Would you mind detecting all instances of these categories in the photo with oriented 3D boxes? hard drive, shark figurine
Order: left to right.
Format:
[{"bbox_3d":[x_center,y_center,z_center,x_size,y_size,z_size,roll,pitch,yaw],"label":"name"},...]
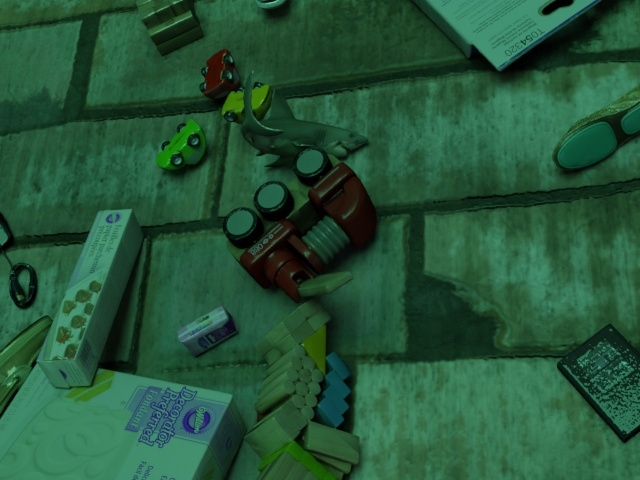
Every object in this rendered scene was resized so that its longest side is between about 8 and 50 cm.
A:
[{"bbox_3d":[-0.069,-0.187,1.570,0.166,0.278,0.116,-11,79,33],"label":"shark figurine"},{"bbox_3d":[0.394,0.188,1.340,0.094,0.022,0.135,-36,58,-4],"label":"hard drive"}]

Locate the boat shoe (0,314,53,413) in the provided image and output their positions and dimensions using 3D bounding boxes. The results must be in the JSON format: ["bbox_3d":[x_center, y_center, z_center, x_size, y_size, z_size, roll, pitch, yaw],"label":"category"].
[{"bbox_3d":[-0.498,0.241,1.564,0.089,0.104,0.285,41,83,-7],"label":"boat shoe"}]

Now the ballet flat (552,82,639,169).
[{"bbox_3d":[0.431,-0.173,1.510,0.206,0.073,0.067,-27,30,-1],"label":"ballet flat"}]

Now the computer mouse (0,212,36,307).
[{"bbox_3d":[-0.548,0.020,1.723,0.071,0.041,0.242,-37,59,-5],"label":"computer mouse"}]

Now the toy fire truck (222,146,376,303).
[{"bbox_3d":[0.000,0.000,1.481,0.217,0.158,0.246,-41,56,-7],"label":"toy fire truck"}]

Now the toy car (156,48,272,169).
[{"bbox_3d":[-0.186,-0.200,1.705,0.225,0.053,0.239,-48,38,3],"label":"toy car"}]

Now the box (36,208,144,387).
[{"bbox_3d":[-0.347,0.082,1.552,0.063,0.067,0.324,-4,43,13],"label":"box"}]

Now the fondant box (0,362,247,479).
[{"bbox_3d":[-0.302,0.306,1.420,0.330,0.096,0.238,8,48,20],"label":"fondant box"}]

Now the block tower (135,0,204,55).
[{"bbox_3d":[-0.311,-0.511,1.908,0.097,0.091,0.335,-24,58,3],"label":"block tower"}]

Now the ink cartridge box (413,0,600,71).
[{"bbox_3d":[0.330,-0.453,1.685,0.324,0.071,0.330,-34,61,-3],"label":"ink cartridge box"}]

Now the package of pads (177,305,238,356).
[{"bbox_3d":[-0.170,0.138,1.531,0.083,0.050,0.032,-30,52,1],"label":"package of pads"}]

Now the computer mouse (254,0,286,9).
[{"bbox_3d":[-0.095,-0.481,1.853,0.106,0.042,0.193,-11,54,7],"label":"computer mouse"}]

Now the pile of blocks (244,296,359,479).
[{"bbox_3d":[-0.035,0.259,1.407,0.112,0.149,0.362,-41,32,46],"label":"pile of blocks"}]
